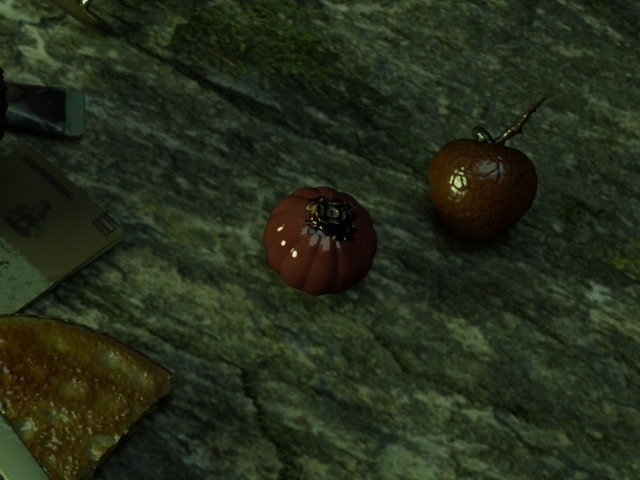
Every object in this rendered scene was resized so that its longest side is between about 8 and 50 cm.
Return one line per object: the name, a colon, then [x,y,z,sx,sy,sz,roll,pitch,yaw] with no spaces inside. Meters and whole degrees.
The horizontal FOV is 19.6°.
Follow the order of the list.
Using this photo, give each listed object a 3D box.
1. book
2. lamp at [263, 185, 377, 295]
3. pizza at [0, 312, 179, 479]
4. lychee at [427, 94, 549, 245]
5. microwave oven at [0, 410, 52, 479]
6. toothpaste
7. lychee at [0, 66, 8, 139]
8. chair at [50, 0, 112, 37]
book: [-0.294,0.002,1.686,0.138,0.016,0.199,41,54,14]
lamp: [0.000,0.000,1.725,0.107,0.092,0.107,7,54,-10]
pizza: [-0.232,0.152,1.570,0.201,0.053,0.193,23,49,-14]
lychee: [0.167,-0.062,1.806,0.140,0.114,0.101,-50,123,-20]
microwave oven: [-0.370,0.273,1.297,0.355,0.286,0.218,-28,66,-30]
toothpaste: [-0.330,-0.136,1.766,0.216,0.037,0.062,8,52,-17]
lychee: [-0.373,-0.107,1.636,0.188,0.188,0.188,8,53,-11]
chair: [-0.175,-0.345,1.895,0.272,0.166,0.188,-41,69,10]
